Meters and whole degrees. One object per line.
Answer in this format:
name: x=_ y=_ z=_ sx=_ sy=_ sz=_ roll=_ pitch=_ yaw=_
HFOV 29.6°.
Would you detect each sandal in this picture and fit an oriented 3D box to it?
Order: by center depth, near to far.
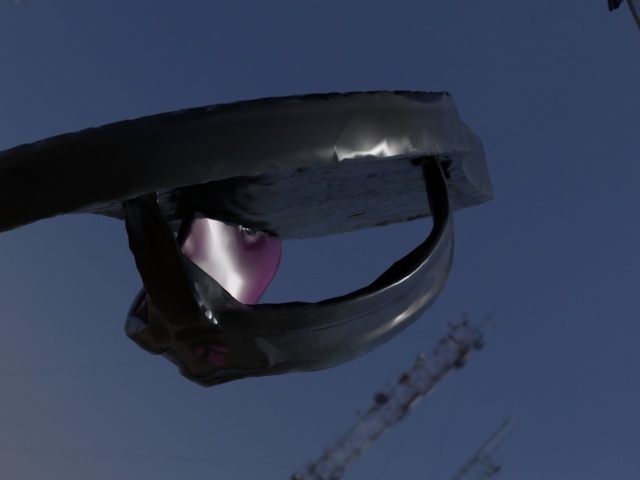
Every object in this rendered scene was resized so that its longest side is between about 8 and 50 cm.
sandal: x=0.003 y=0.000 z=0.549 sx=0.446 sy=0.168 sz=0.107 roll=-4 pitch=83 yaw=-70

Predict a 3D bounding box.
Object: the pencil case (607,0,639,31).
pencil case: x=0.247 y=-0.134 z=0.447 sx=0.113 sy=0.273 sz=0.124 roll=59 pitch=-2 yaw=47
